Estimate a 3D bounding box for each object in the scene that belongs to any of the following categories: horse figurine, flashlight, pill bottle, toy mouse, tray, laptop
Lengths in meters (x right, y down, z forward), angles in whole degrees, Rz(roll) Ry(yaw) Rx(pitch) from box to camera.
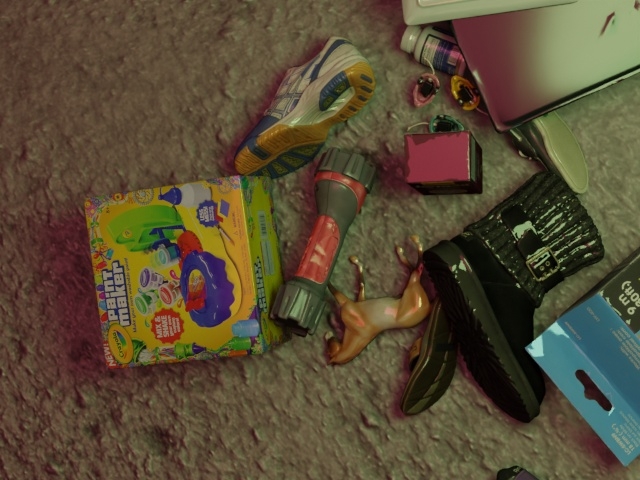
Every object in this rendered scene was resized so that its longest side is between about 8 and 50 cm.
[{"bbox_3d":[0.111,0.096,1.795,0.263,0.066,0.175,-16,75,16],"label":"horse figurine"},{"bbox_3d":[0.000,0.000,1.774,0.103,0.103,0.304,26,72,-15],"label":"flashlight"},{"bbox_3d":[0.198,-0.321,1.802,0.120,0.067,0.067,24,92,15],"label":"pill bottle"},{"bbox_3d":[0.201,-0.226,1.798,0.143,0.031,0.161,-39,88,34],"label":"toy mouse"},{"bbox_3d":[0.252,-0.418,1.634,0.270,0.030,0.145,-6,99,10],"label":"tray"},{"bbox_3d":[0.377,-0.446,1.738,0.381,0.236,0.408,-23,39,11],"label":"laptop"}]

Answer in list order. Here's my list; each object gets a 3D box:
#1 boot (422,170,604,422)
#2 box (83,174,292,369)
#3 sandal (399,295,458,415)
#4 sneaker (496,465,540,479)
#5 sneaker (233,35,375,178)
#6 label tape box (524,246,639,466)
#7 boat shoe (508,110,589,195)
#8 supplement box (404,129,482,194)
[{"bbox_3d":[0.341,0.091,1.704,0.260,0.131,0.348,-30,108,-17],"label":"boot"},{"bbox_3d":[-0.220,0.052,1.815,0.279,0.177,0.290,-8,91,15],"label":"box"},{"bbox_3d":[0.178,0.181,1.763,0.060,0.090,0.219,27,108,51],"label":"sandal"},{"bbox_3d":[0.261,0.489,1.722,0.124,0.107,0.283,40,93,29],"label":"sneaker"},{"bbox_3d":[-0.036,-0.226,1.853,0.296,0.112,0.131,-37,50,16],"label":"sneaker"},{"bbox_3d":[0.515,0.141,1.600,0.333,0.106,0.241,-39,85,-10],"label":"label tape box"},{"bbox_3d":[0.356,-0.169,1.757,0.233,0.084,0.079,56,137,5],"label":"boat shoe"},{"bbox_3d":[0.200,-0.121,1.724,0.104,0.188,0.081,-1,86,14],"label":"supplement box"}]
